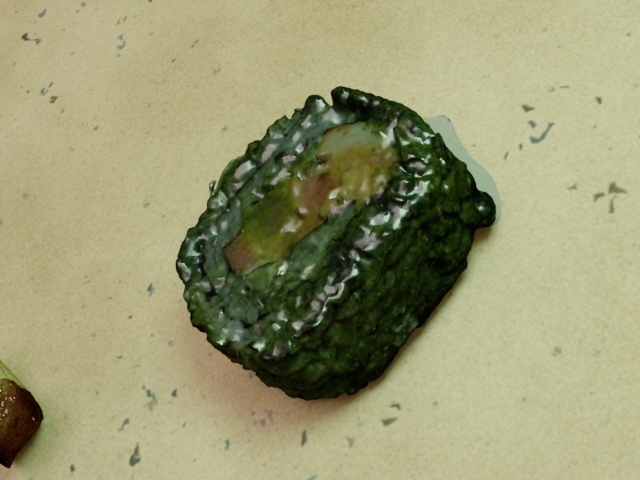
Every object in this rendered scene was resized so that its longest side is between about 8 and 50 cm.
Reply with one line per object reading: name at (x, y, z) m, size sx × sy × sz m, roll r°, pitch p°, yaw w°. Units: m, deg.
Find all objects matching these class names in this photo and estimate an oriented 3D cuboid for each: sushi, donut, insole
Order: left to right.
donut at (-0.435, 0.208, 1.329) m, size 0.085 × 0.141 × 0.217 m, roll -43°, pitch 51°, yaw -13°
sushi at (0.000, 0.000, 1.183) m, size 0.352 × 0.178 × 0.294 m, roll -51°, pitch 49°, yaw -2°
insole at (0.167, -0.087, 1.253) m, size 0.065 × 0.004 × 0.197 m, roll -32°, pitch 52°, yaw 8°
